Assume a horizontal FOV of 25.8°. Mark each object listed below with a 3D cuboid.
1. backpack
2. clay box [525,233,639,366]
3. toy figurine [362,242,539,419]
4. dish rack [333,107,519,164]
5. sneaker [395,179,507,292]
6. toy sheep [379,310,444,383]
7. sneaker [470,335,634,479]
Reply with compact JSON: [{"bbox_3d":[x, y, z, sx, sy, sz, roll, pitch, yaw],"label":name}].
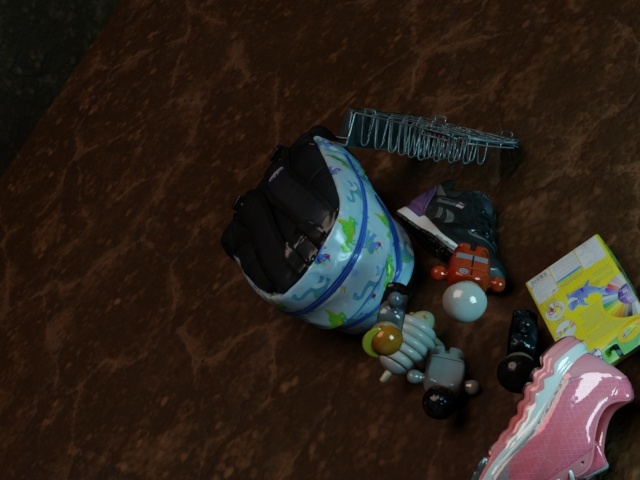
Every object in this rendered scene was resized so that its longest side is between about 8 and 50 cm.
[{"bbox_3d":[0.000,0.000,2.281,0.290,0.273,0.355,-50,11,5],"label":"backpack"},{"bbox_3d":[0.377,0.102,1.916,0.127,0.053,0.222,-36,36,14],"label":"clay box"},{"bbox_3d":[0.187,0.136,1.943,0.210,0.213,0.148,-27,24,25],"label":"toy figurine"},{"bbox_3d":[0.182,-0.167,2.303,0.272,0.208,0.074,18,104,44],"label":"dish rack"},{"bbox_3d":[0.227,-0.024,2.175,0.124,0.107,0.283,-41,33,-4],"label":"sneaker"},{"bbox_3d":[0.130,0.161,2.092,0.091,0.091,0.132,8,61,51],"label":"toy sheep"},{"bbox_3d":[0.289,0.281,1.772,0.136,0.116,0.313,29,89,22],"label":"sneaker"}]
